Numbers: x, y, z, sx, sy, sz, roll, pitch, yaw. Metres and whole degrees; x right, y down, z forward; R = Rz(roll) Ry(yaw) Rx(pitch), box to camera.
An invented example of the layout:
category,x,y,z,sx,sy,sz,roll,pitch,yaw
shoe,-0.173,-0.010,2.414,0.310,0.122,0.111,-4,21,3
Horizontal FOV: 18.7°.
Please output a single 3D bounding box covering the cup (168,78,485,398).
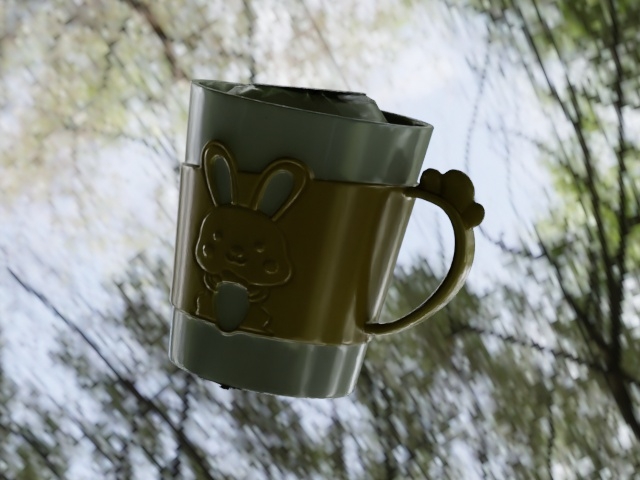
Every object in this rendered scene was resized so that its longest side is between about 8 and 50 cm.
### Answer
category,x,y,z,sx,sy,sz,roll,pitch,yaw
cup,0.000,0.000,1.441,0.241,0.185,0.226,16,-81,25
